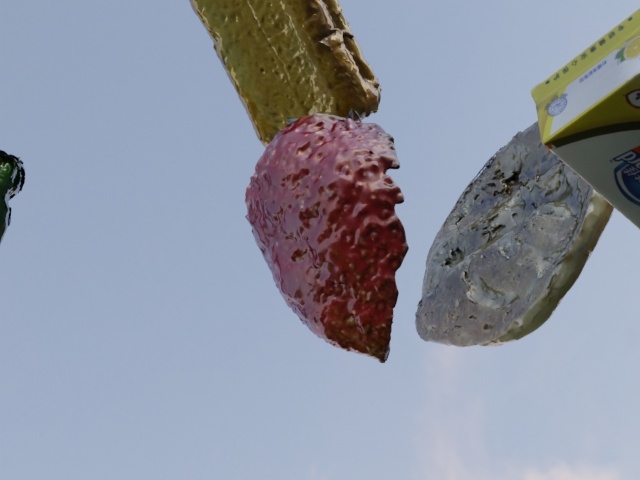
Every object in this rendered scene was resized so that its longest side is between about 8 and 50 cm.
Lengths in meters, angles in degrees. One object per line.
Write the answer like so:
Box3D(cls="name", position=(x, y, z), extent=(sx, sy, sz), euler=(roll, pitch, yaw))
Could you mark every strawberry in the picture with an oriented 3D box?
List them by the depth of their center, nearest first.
Box3D(cls="strawberry", position=(0.000, 0.000, 0.752), extent=(0.082, 0.187, 0.146), euler=(-5, -33, -20))

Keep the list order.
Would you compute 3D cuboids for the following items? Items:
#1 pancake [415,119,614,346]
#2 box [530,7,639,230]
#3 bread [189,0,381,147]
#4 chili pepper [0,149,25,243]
Box3D(cls="pancake", position=(0.264, -0.012, 1.553), extent=(0.082, 0.387, 0.387), euler=(33, -88, -18))
Box3D(cls="box", position=(0.379, -0.112, 1.273), extent=(0.168, 0.097, 0.265), euler=(-36, -56, 26))
Box3D(cls="bread", position=(-0.037, -0.177, 0.920), extent=(0.211, 0.114, 0.083), euler=(63, -153, -13))
Box3D(cls="chili pepper", position=(-0.307, 0.023, 0.938), extent=(0.098, 0.061, 0.224), euler=(25, -111, -37))
